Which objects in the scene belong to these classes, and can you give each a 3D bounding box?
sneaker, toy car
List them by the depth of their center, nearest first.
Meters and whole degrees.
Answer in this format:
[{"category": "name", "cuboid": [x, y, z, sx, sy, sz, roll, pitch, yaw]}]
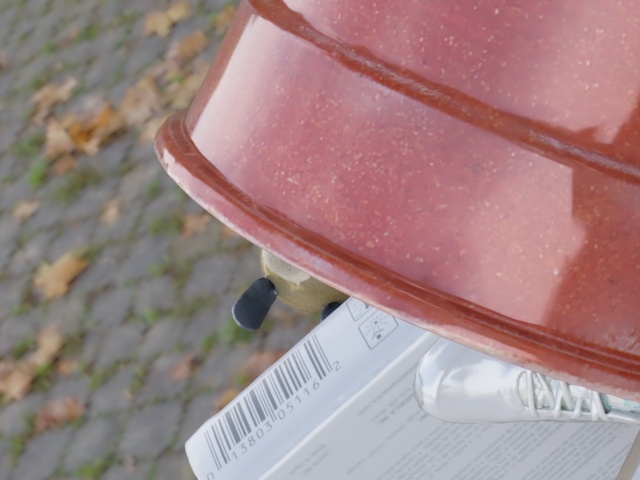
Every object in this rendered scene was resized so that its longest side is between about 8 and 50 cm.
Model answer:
[{"category": "sneaker", "cuboid": [0.118, 0.057, 0.778, 0.152, 0.054, 0.061, -8, 21, -7]}, {"category": "toy car", "cuboid": [0.000, 0.000, 1.397, 0.149, 0.155, 0.188, 113, 176, -62]}]

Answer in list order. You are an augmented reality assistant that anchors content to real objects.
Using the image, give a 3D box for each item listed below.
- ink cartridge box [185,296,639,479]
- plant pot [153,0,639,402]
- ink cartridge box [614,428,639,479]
[{"category": "ink cartridge box", "cuboid": [0.141, 0.157, 1.261, 0.308, 0.385, 0.091, -42, 39, 10]}, {"category": "plant pot", "cuboid": [0.109, -0.114, 0.639, 0.272, 0.272, 0.265, 45, 118, 60]}, {"category": "ink cartridge box", "cuboid": [0.285, 0.092, 1.000, 0.234, 0.088, 0.193, -41, 8, 48]}]
